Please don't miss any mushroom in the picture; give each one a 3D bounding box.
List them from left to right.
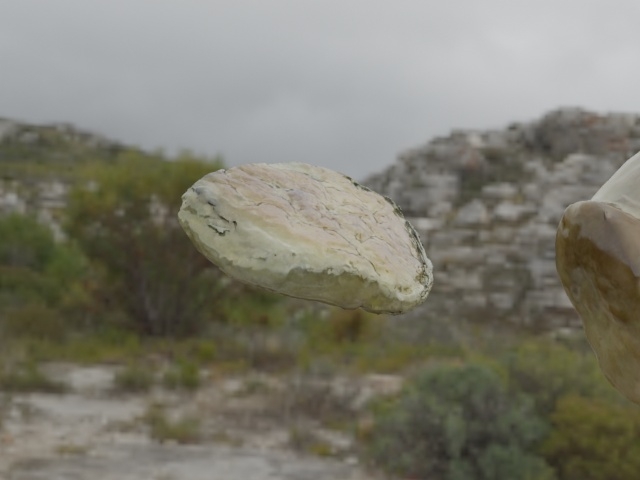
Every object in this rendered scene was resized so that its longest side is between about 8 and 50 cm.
[{"bbox_3d":[0.250,-0.051,0.705,0.351,0.123,0.095,-40,1,-27],"label":"mushroom"}]

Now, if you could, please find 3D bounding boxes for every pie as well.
[{"bbox_3d":[0.001,-0.003,1.076,0.185,0.052,0.218,29,20,24],"label":"pie"}]
